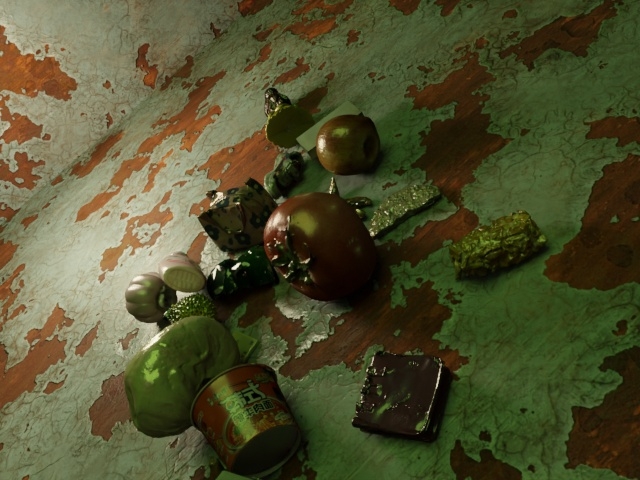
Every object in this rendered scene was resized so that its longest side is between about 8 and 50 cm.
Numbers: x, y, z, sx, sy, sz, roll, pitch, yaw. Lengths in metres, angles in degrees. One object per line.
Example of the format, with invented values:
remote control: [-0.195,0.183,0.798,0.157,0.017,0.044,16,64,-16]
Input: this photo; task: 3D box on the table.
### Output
table: [0.052,-0.378,2.293,0.240,0.111,0.121,-36,40,2]

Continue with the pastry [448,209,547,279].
pastry: [0.447,0.021,1.634,0.250,0.102,0.154,-29,38,8]

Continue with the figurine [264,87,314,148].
figurine: [-0.153,-0.505,2.560,0.187,0.168,0.315,-44,30,10]

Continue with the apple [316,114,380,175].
apple: [0.093,-0.321,2.132,0.188,0.211,0.211,10,59,40]

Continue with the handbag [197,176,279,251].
handbag: [-0.290,-0.090,2.210,0.252,0.193,0.190,-13,42,26]

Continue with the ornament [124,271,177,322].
ornament: [-0.574,0.196,2.170,0.178,0.177,0.177,-20,43,20]

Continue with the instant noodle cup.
instant noodle cup: [-0.175,0.461,1.588,0.250,0.250,0.192,-41,49,-3]

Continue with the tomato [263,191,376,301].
tomato: [0.000,0.000,1.819,0.341,0.341,0.273,16,49,44]

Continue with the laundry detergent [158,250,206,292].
laundry detergent: [-0.477,0.101,2.168,0.335,0.159,0.087,-150,80,-73]

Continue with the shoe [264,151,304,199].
shoe: [-0.114,-0.243,2.297,0.126,0.099,0.227,-11,43,33]

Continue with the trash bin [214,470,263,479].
trash bin: [-0.210,0.726,1.368,0.256,0.296,0.367,-1,38,37]

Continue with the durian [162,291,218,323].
durian: [-0.396,0.247,2.009,0.146,0.159,0.198,-40,6,-21]

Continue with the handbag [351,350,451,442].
handbag: [0.194,0.372,1.516,0.216,0.074,0.203,-4,50,36]

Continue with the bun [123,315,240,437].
bun: [-0.360,0.387,1.709,0.213,0.361,0.361,32,74,29]

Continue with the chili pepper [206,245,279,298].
chili pepper: [-0.278,0.109,2.066,0.265,0.116,0.148,-22,67,24]

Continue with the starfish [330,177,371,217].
starfish: [0.057,-0.112,2.082,0.238,0.071,0.216,0,47,24]

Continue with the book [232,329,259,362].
book: [-0.245,0.322,1.928,0.111,0.014,0.077,15,61,43]

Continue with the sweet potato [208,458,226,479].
sweet potato: [-0.265,0.649,1.553,0.058,0.078,0.255,19,100,23]

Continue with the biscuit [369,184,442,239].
biscuit: [0.245,-0.106,1.957,0.250,0.032,0.133,-33,39,7]
